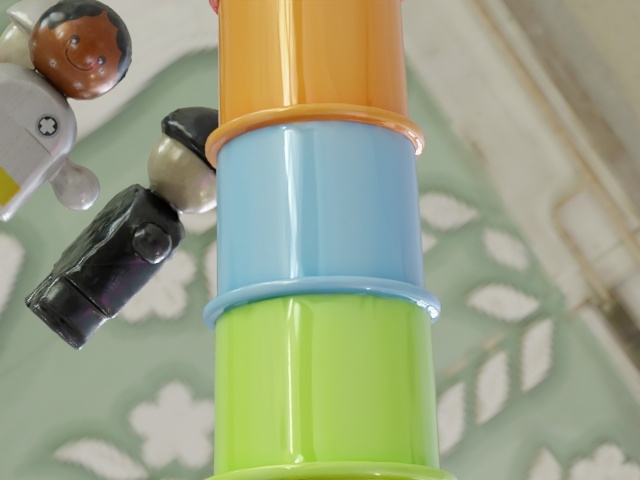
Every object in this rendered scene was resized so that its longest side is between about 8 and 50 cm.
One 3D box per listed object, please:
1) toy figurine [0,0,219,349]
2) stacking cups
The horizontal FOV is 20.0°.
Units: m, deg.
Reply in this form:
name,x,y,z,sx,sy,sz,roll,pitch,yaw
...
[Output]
name,x,y,z,sx,sy,sz,roll,pitch,yaw
toy figurine,-0.160,-0.071,0.943,0.213,0.148,0.209,38,173,32
stacking cups,0.000,0.000,0.652,0.096,0.096,0.316,70,-163,-69
